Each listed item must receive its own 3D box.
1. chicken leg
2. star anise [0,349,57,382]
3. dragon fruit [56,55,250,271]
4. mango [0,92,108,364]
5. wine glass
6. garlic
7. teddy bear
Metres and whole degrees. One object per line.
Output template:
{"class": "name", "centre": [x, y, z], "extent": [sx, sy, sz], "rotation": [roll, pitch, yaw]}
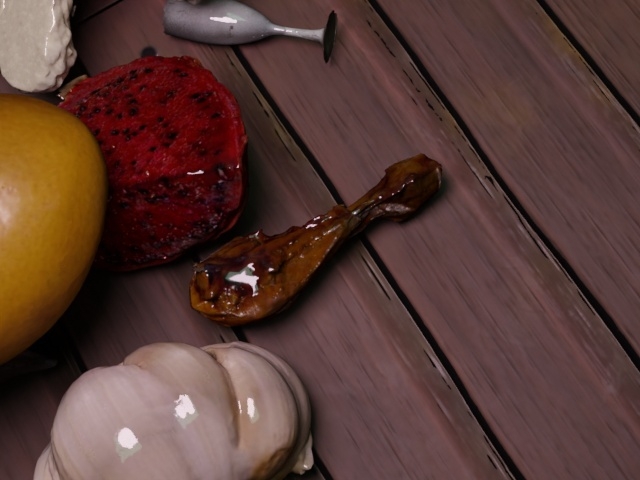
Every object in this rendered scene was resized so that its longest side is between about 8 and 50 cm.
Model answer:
{"class": "chicken leg", "centre": [0.000, 0.000, 1.141], "extent": [0.304, 0.113, 0.093], "rotation": [-30, 93, -8]}
{"class": "star anise", "centre": [-0.432, 0.141, 1.128], "extent": [0.315, 0.108, 0.315], "rotation": [-3, 63, 6]}
{"class": "dragon fruit", "centre": [-0.193, -0.081, 1.176], "extent": [0.316, 0.152, 0.205], "rotation": [-8, 52, 17]}
{"class": "mango", "centre": [-0.407, 0.008, 0.998], "extent": [0.445, 0.232, 0.300], "rotation": [-19, 68, -1]}
{"class": "wine glass", "centre": [-0.083, -0.252, 1.259], "extent": [0.198, 0.066, 0.066], "rotation": [11, 72, 10]}
{"class": "garlic", "centre": [-0.157, 0.184, 1.051], "extent": [0.281, 0.185, 0.203], "rotation": [-38, 56, -7]}
{"class": "teddy bear", "centre": [-0.199, -0.359, 1.272], "extent": [0.327, 0.362, 0.376], "rotation": [33, 114, 35]}
